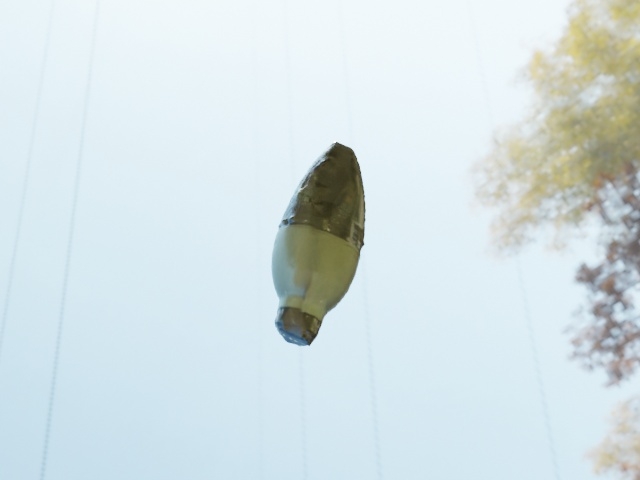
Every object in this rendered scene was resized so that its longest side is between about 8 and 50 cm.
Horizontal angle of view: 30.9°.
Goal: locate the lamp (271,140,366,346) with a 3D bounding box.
[{"bbox_3d":[0.000,0.000,1.298,0.101,0.101,0.250,30,-118,-27],"label":"lamp"}]
